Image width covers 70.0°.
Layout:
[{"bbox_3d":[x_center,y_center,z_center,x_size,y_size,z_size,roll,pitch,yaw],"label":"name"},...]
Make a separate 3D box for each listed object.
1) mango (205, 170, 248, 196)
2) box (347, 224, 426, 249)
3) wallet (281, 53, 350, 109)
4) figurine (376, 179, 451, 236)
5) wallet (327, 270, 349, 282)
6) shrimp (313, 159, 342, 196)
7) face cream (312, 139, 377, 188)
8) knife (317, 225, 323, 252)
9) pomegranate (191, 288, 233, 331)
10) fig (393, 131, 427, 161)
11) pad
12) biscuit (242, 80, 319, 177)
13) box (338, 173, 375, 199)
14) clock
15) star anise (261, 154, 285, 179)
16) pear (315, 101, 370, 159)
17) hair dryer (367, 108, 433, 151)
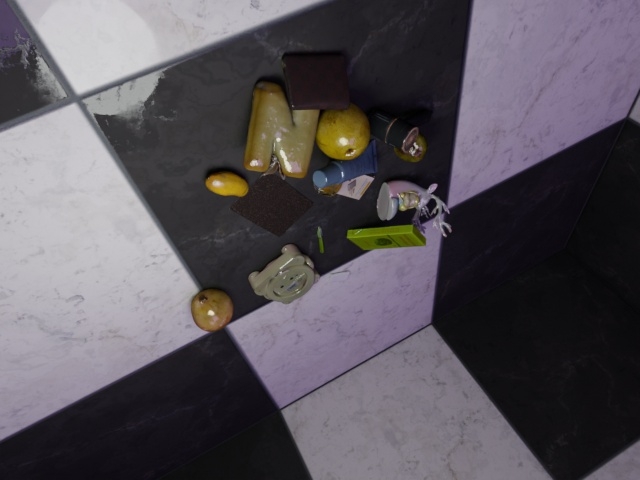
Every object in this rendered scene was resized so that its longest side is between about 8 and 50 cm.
[{"bbox_3d":[-0.327,-0.199,1.626,0.098,0.075,0.190,-36,151,29],"label":"mango"},{"bbox_3d":[0.316,-0.011,2.194,0.335,0.047,0.187,-5,158,31],"label":"box"},{"bbox_3d":[-0.012,-0.511,1.478,0.229,0.049,0.181,-11,97,-29],"label":"wallet"},{"bbox_3d":[0.436,-0.145,2.148,0.316,0.206,0.284,-7,92,-16],"label":"figurine"},{"bbox_3d":[0.096,0.194,2.439,0.122,0.025,0.061,-6,137,-33],"label":"wallet"},{"bbox_3d":[0.045,-0.293,1.810,0.117,0.066,0.262,7,116,-9],"label":"shrimp"},{"bbox_3d":[0.114,-0.284,1.763,0.385,0.086,0.135,-30,121,-45],"label":"face cream"},{"bbox_3d":[0.000,0.000,2.150,0.026,0.022,0.184,-47,150,-28],"label":"knife"},{"bbox_3d":[-0.470,0.301,1.986,0.191,0.191,0.191,-21,142,-18],"label":"pomegranate"},{"bbox_3d":[0.374,-0.392,1.901,0.121,0.153,0.135,-26,113,-25],"label":"fig"},{"bbox_3d":[-0.189,-0.141,1.857,0.220,0.004,0.330,-42,143,11],"label":"pad"},{"bbox_3d":[-0.125,-0.358,1.507,0.237,0.062,0.290,8,103,-27],"label":"biscuit"},{"bbox_3d":[0.130,-0.248,1.961,0.247,0.033,0.129,9,125,-43],"label":"box"},{"bbox_3d":[-0.156,0.176,2.156,0.284,0.114,0.309,-40,146,5],"label":"clock"},{"bbox_3d":[-0.151,-0.317,1.617,0.209,0.089,0.231,-3,131,-18],"label":"star anise"},{"bbox_3d":[0.082,-0.384,1.633,0.209,0.209,0.208,-21,142,-18],"label":"pear"},{"bbox_3d":[0.344,-0.473,1.818,0.352,0.189,0.107,-34,149,-42],"label":"hair dryer"}]
